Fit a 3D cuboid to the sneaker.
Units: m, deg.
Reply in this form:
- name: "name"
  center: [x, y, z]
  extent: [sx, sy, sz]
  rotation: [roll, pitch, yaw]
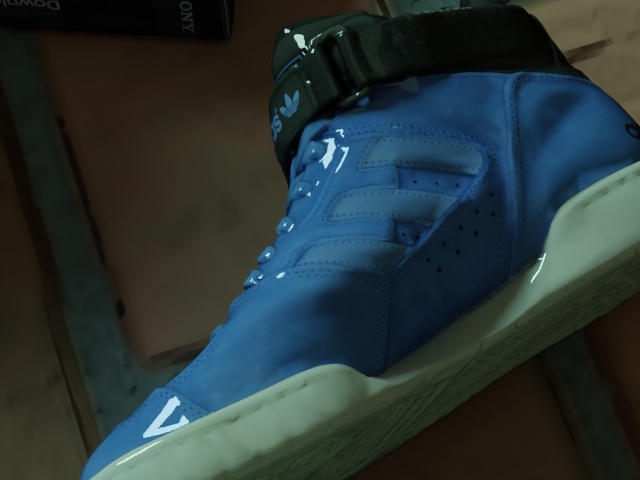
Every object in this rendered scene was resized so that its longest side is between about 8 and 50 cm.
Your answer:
- name: "sneaker"
  center: [0.000, 0.000, 0.404]
  extent: [0.152, 0.058, 0.085]
  rotation: [-30, 72, -19]

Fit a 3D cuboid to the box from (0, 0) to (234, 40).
- name: "box"
  center: [-0.096, -0.110, 0.478]
  extent: [0.162, 0.029, 0.116]
  rotation: [4, 63, 1]
